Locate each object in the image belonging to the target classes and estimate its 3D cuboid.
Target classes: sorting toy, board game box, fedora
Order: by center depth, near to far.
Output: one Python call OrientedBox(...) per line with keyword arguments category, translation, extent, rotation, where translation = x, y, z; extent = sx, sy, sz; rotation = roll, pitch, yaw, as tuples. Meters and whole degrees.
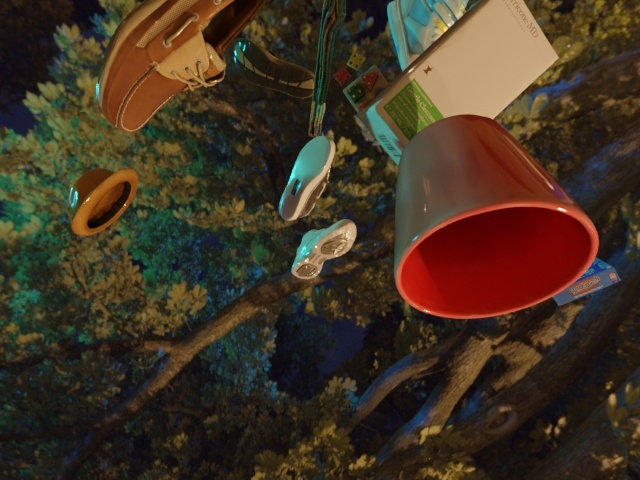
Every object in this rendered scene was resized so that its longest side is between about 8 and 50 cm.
OrientedBox(category="fedora", translation=(-0.510, -0.103, 0.923), extent=(0.079, 0.194, 0.194), rotation=(36, -134, 0))
OrientedBox(category="board game box", translation=(0.721, 0.102, 1.152), extent=(0.047, 0.160, 0.210), rotation=(60, -162, -2))
OrientedBox(category="sorting toy", translation=(0.152, -0.484, 1.298), extent=(0.275, 0.132, 0.046), rotation=(57, -164, 5))

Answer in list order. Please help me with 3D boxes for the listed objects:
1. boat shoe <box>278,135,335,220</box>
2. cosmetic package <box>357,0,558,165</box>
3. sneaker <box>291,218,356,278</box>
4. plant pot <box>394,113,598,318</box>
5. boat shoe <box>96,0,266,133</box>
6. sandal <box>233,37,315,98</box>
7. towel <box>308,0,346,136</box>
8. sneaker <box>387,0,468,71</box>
OrientedBox(category="boat shoe", translation=(-0.021, -0.138, 0.902), extent=(0.070, 0.219, 0.078), rotation=(-9, -128, -46))
OrientedBox(category="cosmetic package", translation=(0.284, -0.330, 0.870), extent=(0.197, 0.365, 0.155), rotation=(46, -177, -14))
OrientedBox(category="sneaker", translation=(0.000, 0.000, 1.064), extent=(0.090, 0.232, 0.115), rotation=(28, -141, -33))
OrientedBox(category="plant pot", translation=(0.236, -0.049, 0.631), extent=(0.274, 0.275, 0.243), rotation=(4, -130, -7))
OrientedBox(category="boat shoe", translation=(-0.196, -0.286, 0.587), extent=(0.120, 0.324, 0.122), rotation=(41, -168, 1))
OrientedBox(category="sandal", translation=(-0.147, -0.556, 1.316), extent=(0.302, 0.120, 0.086), rotation=(27, -142, -1))
OrientedBox(category="towel", translation=(0.022, -0.418, 0.820), extent=(0.040, 0.370, 0.272), rotation=(10, -107, -3))
OrientedBox(category="sneaker", translation=(0.319, -0.549, 1.101), extent=(0.208, 0.319, 0.127), rotation=(-17, 179, 29))
